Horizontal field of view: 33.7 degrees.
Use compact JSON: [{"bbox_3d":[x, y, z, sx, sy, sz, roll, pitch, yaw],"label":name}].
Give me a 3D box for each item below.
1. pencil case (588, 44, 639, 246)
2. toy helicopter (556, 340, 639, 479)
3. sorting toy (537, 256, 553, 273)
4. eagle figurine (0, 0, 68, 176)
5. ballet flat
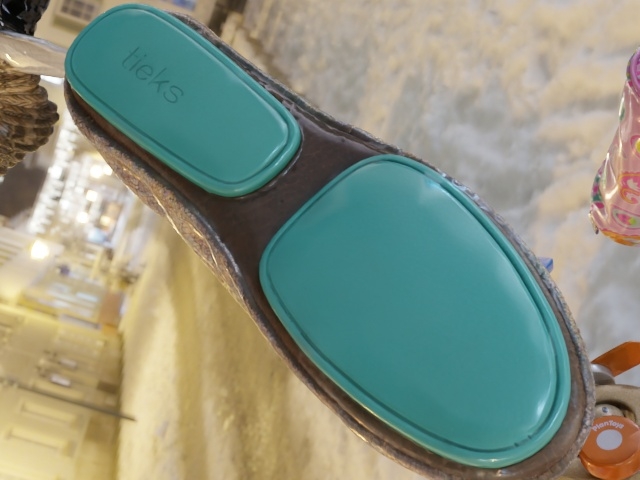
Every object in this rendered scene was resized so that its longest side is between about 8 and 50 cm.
[{"bbox_3d":[0.347,-0.097,1.080,0.284,0.124,0.124,78,-156,-65],"label":"pencil case"},{"bbox_3d":[0.312,0.240,1.448,0.235,0.355,0.140,-58,-43,-37],"label":"toy helicopter"},{"bbox_3d":[0.053,0.002,1.037,0.347,0.196,0.047,10,114,43],"label":"sorting toy"},{"bbox_3d":[-0.290,-0.143,0.771,0.298,0.226,0.225,-39,18,14],"label":"eagle figurine"},{"bbox_3d":[0.000,0.000,0.477,0.107,0.316,0.106,-38,-32,-10],"label":"ballet flat"}]
